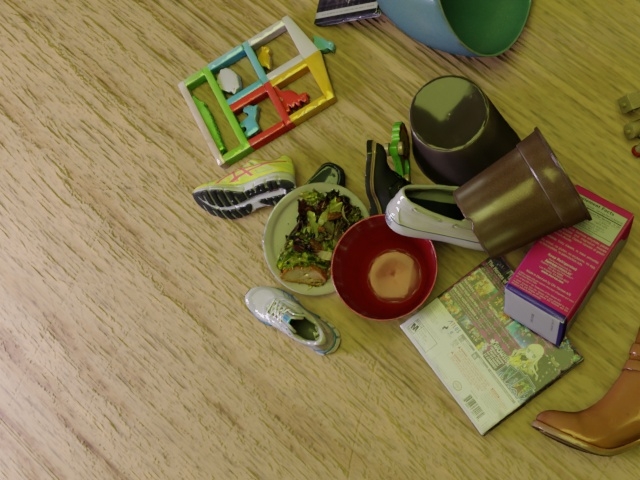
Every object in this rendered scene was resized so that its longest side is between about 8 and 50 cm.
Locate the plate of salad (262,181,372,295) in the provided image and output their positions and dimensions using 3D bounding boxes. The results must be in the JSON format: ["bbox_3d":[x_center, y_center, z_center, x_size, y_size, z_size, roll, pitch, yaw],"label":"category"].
[{"bbox_3d":[0.000,0.000,1.917,0.200,0.048,0.199,-3,102,-15],"label":"plate of salad"}]

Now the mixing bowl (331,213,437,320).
[{"bbox_3d":[0.118,0.053,1.896,0.182,0.098,0.181,-3,78,15],"label":"mixing bowl"}]

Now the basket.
[{"bbox_3d":[0.228,-0.178,1.846,0.204,0.227,0.154,21,85,19],"label":"basket"}]

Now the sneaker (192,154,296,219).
[{"bbox_3d":[-0.133,-0.103,2.018,0.209,0.081,0.094,-9,48,21],"label":"sneaker"}]

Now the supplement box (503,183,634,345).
[{"bbox_3d":[0.398,0.038,1.790,0.114,0.111,0.220,32,73,20],"label":"supplement box"}]

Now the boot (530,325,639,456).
[{"bbox_3d":[0.487,0.235,1.749,0.284,0.109,0.220,9,82,15],"label":"boot"}]

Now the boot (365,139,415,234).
[{"bbox_3d":[0.148,-0.093,1.883,0.137,0.197,0.076,-1,50,11],"label":"boot"}]

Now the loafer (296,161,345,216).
[{"bbox_3d":[-0.025,-0.039,1.965,0.076,0.078,0.223,28,87,19],"label":"loafer"}]

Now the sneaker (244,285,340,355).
[{"bbox_3d":[-0.055,0.131,1.937,0.191,0.083,0.071,27,88,20],"label":"sneaker"}]

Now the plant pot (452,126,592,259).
[{"bbox_3d":[0.304,-0.063,1.718,0.165,0.167,0.167,-30,72,9],"label":"plant pot"}]

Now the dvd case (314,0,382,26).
[{"bbox_3d":[0.069,-0.503,2.026,0.165,0.018,0.221,2,77,48],"label":"dvd case"}]

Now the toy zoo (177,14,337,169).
[{"bbox_3d":[-0.100,-0.286,2.062,0.293,0.030,0.192,-30,73,8],"label":"toy zoo"}]

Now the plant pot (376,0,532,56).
[{"bbox_3d":[0.203,-0.454,1.907,0.195,0.290,0.290,3,78,42],"label":"plant pot"}]

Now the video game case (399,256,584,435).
[{"bbox_3d":[0.283,0.171,1.855,0.210,0.042,0.232,-39,72,4],"label":"video game case"}]

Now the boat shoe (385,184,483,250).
[{"bbox_3d":[0.239,-0.043,1.832,0.258,0.084,0.095,2,57,-18],"label":"boat shoe"}]

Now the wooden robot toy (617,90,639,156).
[{"bbox_3d":[0.564,-0.172,1.851,0.079,0.076,0.173,-22,70,-27],"label":"wooden robot toy"}]

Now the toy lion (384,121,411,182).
[{"bbox_3d":[0.141,-0.153,1.945,0.034,0.096,0.100,-5,118,19],"label":"toy lion"}]
